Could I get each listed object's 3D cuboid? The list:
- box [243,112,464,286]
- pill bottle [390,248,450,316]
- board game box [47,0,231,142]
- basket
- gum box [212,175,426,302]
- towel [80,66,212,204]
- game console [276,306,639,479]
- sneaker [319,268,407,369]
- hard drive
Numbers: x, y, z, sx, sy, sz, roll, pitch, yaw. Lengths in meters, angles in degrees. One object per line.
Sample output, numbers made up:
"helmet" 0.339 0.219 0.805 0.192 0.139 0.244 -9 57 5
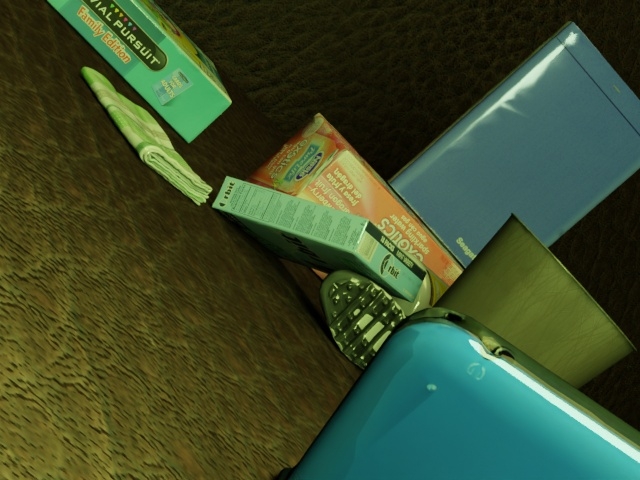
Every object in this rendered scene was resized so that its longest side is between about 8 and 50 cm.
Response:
"box" 0.057 -0.003 1.705 0.300 0.142 0.154 45 6 -28
"pill bottle" 0.110 0.092 1.573 0.117 0.117 0.215 51 7 30
"board game box" -0.263 -0.294 1.614 0.336 0.079 0.254 46 5 -21
"basket" 0.169 0.116 1.288 0.204 0.227 0.154 45 6 -34
"gum box" 0.000 0.000 1.362 0.184 0.041 0.157 19 -11 32
"towel" -0.173 -0.108 1.280 0.152 0.023 0.113 51 6 37
"game console" 0.126 0.165 0.646 0.293 0.250 0.173 34 31 2
"sneaker" 0.062 0.101 1.389 0.234 0.078 0.106 44 -1 -35
"hard drive" 0.279 -0.107 1.714 0.210 0.319 0.040 47 6 -10
